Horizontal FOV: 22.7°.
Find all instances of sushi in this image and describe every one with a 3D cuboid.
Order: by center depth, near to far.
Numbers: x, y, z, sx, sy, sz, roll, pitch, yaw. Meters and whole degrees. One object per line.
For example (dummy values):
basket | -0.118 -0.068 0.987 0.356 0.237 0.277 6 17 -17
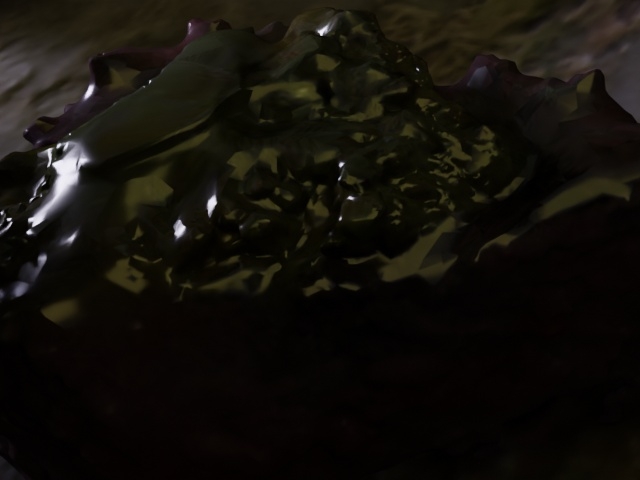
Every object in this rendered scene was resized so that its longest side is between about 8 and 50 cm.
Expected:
sushi | -0.014 0.012 0.458 0.241 0.107 0.161 20 56 40
